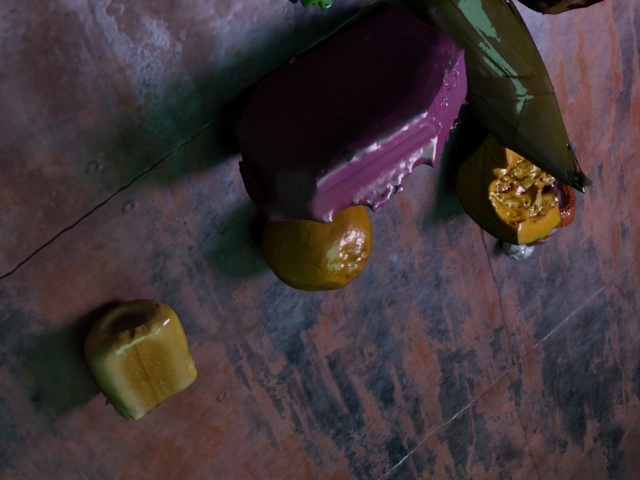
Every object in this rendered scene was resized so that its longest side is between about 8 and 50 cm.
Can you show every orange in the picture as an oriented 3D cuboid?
[{"bbox_3d":[0.000,0.000,1.983,0.159,0.136,0.159,-30,142,-28],"label":"orange"}]

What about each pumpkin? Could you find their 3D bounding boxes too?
[{"bbox_3d":[0.273,-0.117,2.181,0.131,0.126,0.248,-27,123,-36],"label":"pumpkin"}]

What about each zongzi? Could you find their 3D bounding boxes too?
[{"bbox_3d":[0.243,-0.219,1.901,0.123,0.289,0.260,-32,145,0],"label":"zongzi"}]

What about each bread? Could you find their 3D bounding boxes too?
[{"bbox_3d":[-0.241,0.150,1.916,0.134,0.085,0.173,-31,143,-17],"label":"bread"}]

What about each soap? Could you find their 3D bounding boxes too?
[{"bbox_3d":[0.034,-0.149,1.819,0.325,0.220,0.127,-35,134,-16],"label":"soap"}]

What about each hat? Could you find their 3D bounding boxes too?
[{"bbox_3d":[0.346,-0.031,2.363,0.094,0.112,0.162,0,139,-13],"label":"hat"}]

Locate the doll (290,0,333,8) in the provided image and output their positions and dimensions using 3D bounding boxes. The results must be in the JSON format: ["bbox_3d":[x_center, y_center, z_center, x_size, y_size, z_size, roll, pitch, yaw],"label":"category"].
[{"bbox_3d":[0.008,-0.360,1.731,0.115,0.050,0.190,-31,138,-38],"label":"doll"}]

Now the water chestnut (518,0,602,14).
[{"bbox_3d":[0.340,-0.388,1.897,0.238,0.223,0.223,40,92,-22],"label":"water chestnut"}]
